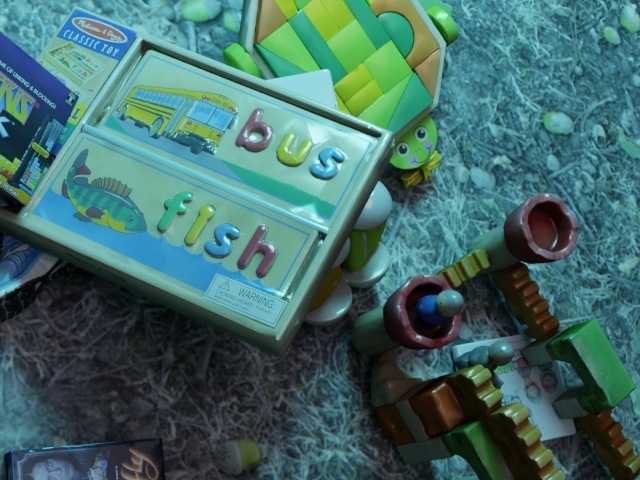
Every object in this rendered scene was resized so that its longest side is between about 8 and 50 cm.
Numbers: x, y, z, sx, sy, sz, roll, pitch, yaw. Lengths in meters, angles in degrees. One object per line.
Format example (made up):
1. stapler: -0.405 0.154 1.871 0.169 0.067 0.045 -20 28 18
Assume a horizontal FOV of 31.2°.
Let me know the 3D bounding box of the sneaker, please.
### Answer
1. sneaker: -0.332 0.027 1.247 0.073 0.063 0.162 40 56 11

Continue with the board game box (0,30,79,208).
1. board game box: -0.340 -0.135 1.148 0.170 0.048 0.141 41 60 -40

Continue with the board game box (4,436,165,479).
1. board game box: -0.238 0.336 1.199 0.165 0.042 0.243 -1 75 -26

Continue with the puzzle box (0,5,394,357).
1. puzzle box: -0.158 -0.075 1.229 0.408 0.052 0.272 22 66 14

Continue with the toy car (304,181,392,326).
1. toy car: 0.000 0.000 1.377 0.136 0.159 0.182 31 57 26

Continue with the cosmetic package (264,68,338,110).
1. cosmetic package: -0.091 -0.115 1.333 0.231 0.085 0.117 -9 79 -4

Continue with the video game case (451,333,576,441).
1. video game case: 0.254 0.197 1.499 0.157 0.019 0.143 -6 78 -28

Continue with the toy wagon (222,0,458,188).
1. toy wagon: 0.054 -0.215 1.445 0.267 0.068 0.344 -40 107 -11

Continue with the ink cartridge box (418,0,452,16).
1. ink cartridge box: 0.065 -0.295 1.527 0.209 0.062 0.109 19 69 -20

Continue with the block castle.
1. block castle: 0.271 0.201 1.374 0.303 0.213 0.453 -31 90 -29
